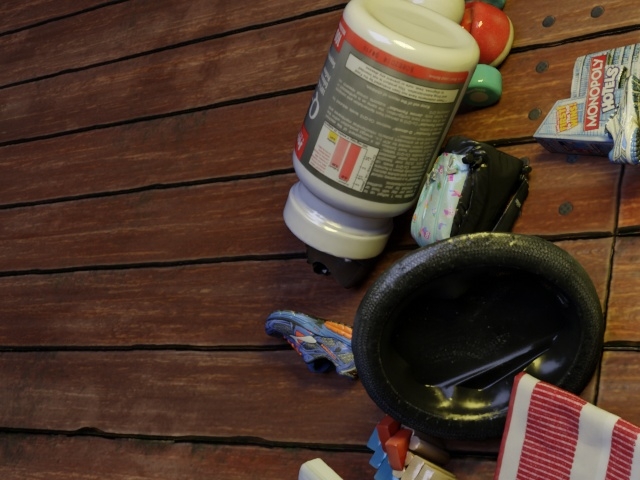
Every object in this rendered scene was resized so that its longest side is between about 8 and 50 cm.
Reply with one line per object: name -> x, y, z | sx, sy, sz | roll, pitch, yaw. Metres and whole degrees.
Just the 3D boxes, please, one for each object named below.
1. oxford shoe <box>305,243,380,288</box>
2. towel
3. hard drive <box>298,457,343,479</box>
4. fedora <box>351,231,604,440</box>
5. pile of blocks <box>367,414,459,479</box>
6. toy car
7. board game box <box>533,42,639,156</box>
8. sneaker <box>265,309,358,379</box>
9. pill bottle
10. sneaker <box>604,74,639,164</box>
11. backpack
oxford shoe -> 0.000, 0.000, 1.938 | 0.096, 0.083, 0.227 | -56, 41, 14
towel -> 0.334, 0.324, 1.429 | 0.329, 0.037, 0.237 | 25, 109, 49
hard drive -> 0.066, 0.459, 1.585 | 0.307, 0.040, 0.203 | 34, 127, 45
fedora -> 0.209, 0.111, 1.608 | 0.334, 0.334, 0.152 | -42, 13, 15
pile of blocks -> 0.113, 0.329, 1.637 | 0.149, 0.113, 0.362 | -34, 49, 22
toy car -> 0.168, -0.348, 1.872 | 0.210, 0.238, 0.219 | -12, 60, 36
board game box -> 0.411, -0.198, 1.709 | 0.194, 0.060, 0.194 | -7, 63, 37
sneaker -> -0.012, 0.163, 1.861 | 0.221, 0.083, 0.087 | 10, 82, 47
pill bottle -> 0.079, -0.164, 1.770 | 0.210, 0.210, 0.362 | 52, 130, 44
sneaker -> 0.414, -0.164, 1.610 | 0.058, 0.052, 0.135 | -11, 61, 40
backpack -> 0.216, -0.055, 1.753 | 0.115, 0.152, 0.182 | 24, 96, 51
